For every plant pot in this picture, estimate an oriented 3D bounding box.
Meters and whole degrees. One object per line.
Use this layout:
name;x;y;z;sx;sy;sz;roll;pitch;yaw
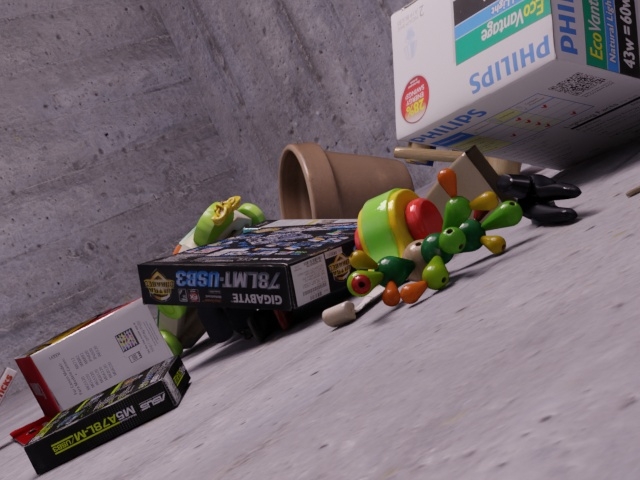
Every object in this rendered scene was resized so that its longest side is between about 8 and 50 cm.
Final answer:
plant pot;0.223;-0.069;1.608;0.096;0.109;0.109;-37;-2;21
plant pot;0.059;-0.071;2.066;0.229;0.263;0.263;-7;-2;-14

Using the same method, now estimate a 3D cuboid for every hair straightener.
hair straightener;-0.081;0.107;1.552;0.089;0.047;0.230;-26;8;8

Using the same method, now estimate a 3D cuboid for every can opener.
can opener;0.259;-0.044;1.220;0.073;0.059;0.186;0;9;-9

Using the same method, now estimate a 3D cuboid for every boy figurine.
boy figurine;-0.114;0.091;1.783;0.177;0.092;0.285;-20;3;18

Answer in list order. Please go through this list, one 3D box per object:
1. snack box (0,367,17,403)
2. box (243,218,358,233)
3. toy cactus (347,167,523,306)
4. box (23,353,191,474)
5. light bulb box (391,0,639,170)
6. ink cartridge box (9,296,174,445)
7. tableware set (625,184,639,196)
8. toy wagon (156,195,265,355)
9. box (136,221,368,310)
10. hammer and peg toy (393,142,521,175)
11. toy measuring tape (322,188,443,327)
snack box;-0.566;0.299;1.783;0.178;0.022;0.064;-65;16;-16
box;0.000;0.000;1.786;0.244;0.060;0.100;0;9;21
toy cactus;0.117;0.009;1.191;0.219;0.112;0.180;-35;-5;-14
box;-0.259;0.211;1.312;0.184;0.045;0.190;-29;3;-1
light bulb box;0.354;-0.278;1.603;0.360;0.225;0.358;7;-17;-32
ink cartridge box;-0.420;0.221;1.790;0.271;0.130;0.309;-28;3;-22
tableware set;0.411;-0.107;1.083;0.194;0.039;0.128;-27;2;-10
toy wagon;-0.193;0.041;1.825;0.267;0.068;0.344;-50;-18;-39
box;-0.066;0.033;1.563;0.295;0.073;0.293;-2;10;38
hammer and peg toy;0.283;-0.200;2.081;0.265;0.128;0.361;11;4;2
toy measuring tape;0.074;0.006;1.350;0.121;0.121;0.330;-25;3;33
